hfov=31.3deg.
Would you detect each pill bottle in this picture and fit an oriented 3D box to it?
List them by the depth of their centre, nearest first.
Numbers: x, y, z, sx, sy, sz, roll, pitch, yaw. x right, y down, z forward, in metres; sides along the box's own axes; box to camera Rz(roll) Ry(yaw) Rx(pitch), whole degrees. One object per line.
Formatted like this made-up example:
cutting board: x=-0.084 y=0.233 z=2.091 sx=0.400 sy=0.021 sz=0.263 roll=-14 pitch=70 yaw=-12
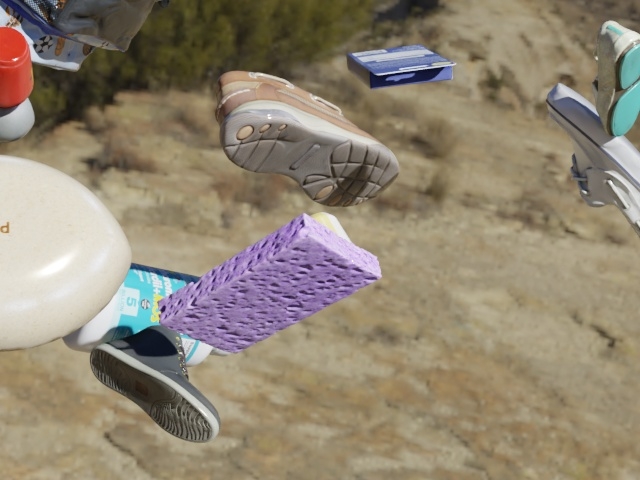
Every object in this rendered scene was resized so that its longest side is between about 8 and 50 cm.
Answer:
pill bottle: x=-0.255 y=0.115 z=1.751 sx=0.264 sy=0.146 sz=0.146 roll=13 pitch=10 yaw=-33

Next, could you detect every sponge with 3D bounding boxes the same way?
sponge: x=-0.053 y=0.050 z=1.157 sx=0.117 sy=0.210 sz=0.031 roll=28 pitch=42 yaw=-42

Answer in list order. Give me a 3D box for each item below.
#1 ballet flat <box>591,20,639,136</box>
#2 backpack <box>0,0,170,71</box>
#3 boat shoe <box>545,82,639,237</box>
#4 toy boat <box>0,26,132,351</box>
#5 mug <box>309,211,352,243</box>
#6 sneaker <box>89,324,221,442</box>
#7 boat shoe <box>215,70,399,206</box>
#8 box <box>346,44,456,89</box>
ballet flat: x=0.322 y=-0.178 z=1.243 sx=0.057 sy=0.168 sz=0.052 roll=-36 pitch=61 yaw=-13
backpack: x=-0.349 y=-0.345 z=1.408 sx=0.263 sy=0.213 sz=0.276 roll=46 pitch=5 yaw=4
boat shoe: x=0.351 y=-0.080 z=1.389 sx=0.267 sy=0.088 sz=0.096 roll=38 pitch=19 yaw=-28
toy boat: x=-0.310 y=-0.040 z=1.077 sx=0.267 sy=0.318 sz=0.148 roll=7 pitch=-28 yaw=-14
mug: x=0.004 y=0.000 z=1.316 sx=0.062 sy=0.064 sz=0.078 roll=-22 pitch=-27 yaw=0
sneaker: x=-0.200 y=0.186 z=1.578 sx=0.222 sy=0.083 sz=0.118 roll=31 pitch=36 yaw=24
boat shoe: x=-0.012 y=-0.137 z=1.464 sx=0.324 sy=0.123 sz=0.116 roll=24 pitch=36 yaw=-51
box: x=0.131 y=-0.284 z=1.875 sx=0.136 sy=0.036 sz=0.225 roll=-8 pitch=17 yaw=-7
